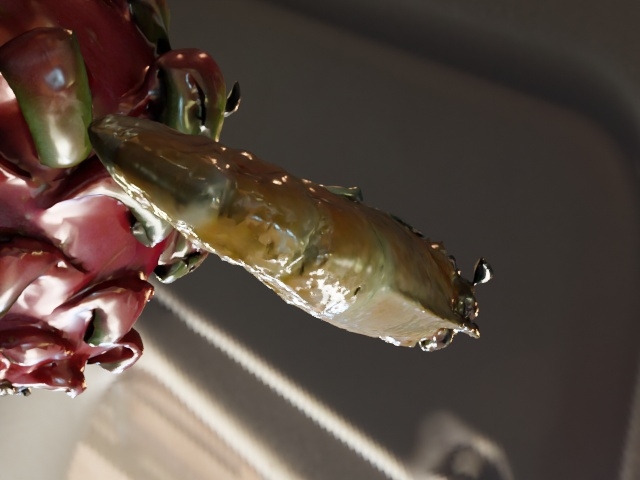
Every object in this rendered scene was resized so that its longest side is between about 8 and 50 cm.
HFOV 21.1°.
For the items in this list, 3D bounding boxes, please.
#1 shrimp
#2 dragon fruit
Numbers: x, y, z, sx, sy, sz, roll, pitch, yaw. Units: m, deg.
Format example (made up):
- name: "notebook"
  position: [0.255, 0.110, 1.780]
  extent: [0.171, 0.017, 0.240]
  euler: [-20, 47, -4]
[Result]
- name: "shrimp"
  position: [0.000, 0.000, 0.554]
  extent: [0.101, 0.190, 0.042]
  euler: [31, -87, 40]
- name: "dragon fruit"
  position: [-0.154, -0.052, 0.752]
  extent: [0.273, 0.218, 0.198]
  euler: [53, 39, -50]
